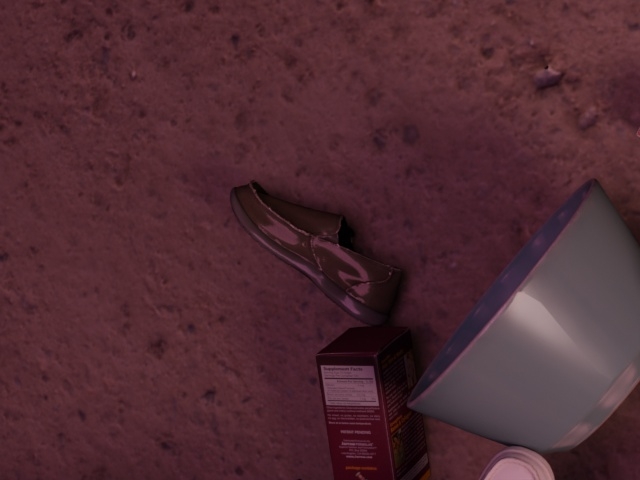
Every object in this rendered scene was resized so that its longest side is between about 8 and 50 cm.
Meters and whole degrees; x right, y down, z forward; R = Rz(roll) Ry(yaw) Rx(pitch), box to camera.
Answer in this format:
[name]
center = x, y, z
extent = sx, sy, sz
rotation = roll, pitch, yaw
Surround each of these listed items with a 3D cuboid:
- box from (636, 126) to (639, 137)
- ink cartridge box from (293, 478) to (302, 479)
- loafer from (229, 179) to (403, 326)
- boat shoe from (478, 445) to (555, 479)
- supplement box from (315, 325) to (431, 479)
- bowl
[box]
center = 0.487, -0.059, 1.537
extent = 0.324, 0.067, 0.063
rotation = 33, 103, 25
[ink cartridge box]
center = -0.024, 0.476, 1.660
extent = 0.151, 0.270, 0.395
rotation = 7, 91, 24
[loafer]
center = 0.000, 0.000, 1.774
extent = 0.251, 0.094, 0.087
rotation = 38, 99, 13
[boat shoe]
center = 0.163, 0.343, 1.471
extent = 0.098, 0.096, 0.277
rotation = 16, 91, 26
[supplement box]
center = 0.062, 0.202, 1.694
extent = 0.081, 0.104, 0.188
rotation = -3, 103, 26
[bowl]
center = 0.249, 0.103, 1.547
extent = 0.163, 0.311, 0.311
rotation = 39, 106, 3
